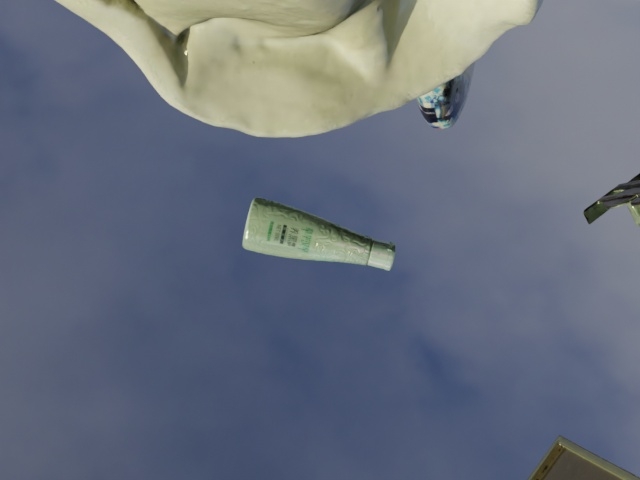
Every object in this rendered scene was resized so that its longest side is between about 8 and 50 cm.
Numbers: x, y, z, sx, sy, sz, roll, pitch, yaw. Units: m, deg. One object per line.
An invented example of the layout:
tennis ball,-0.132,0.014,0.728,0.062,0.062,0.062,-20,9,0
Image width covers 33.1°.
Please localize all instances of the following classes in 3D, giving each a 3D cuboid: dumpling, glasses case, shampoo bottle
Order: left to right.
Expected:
dumpling,-0.033,-0.179,0.569,0.318,0.242,0.187,-3,-153,1
shampoo bottle,0.000,0.000,1.358,0.191,0.069,0.041,14,-172,3
glasses case,0.171,-0.287,1.432,0.076,0.125,0.327,1,-130,15

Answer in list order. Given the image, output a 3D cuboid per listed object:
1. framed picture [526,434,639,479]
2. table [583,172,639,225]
framed picture,0.277,0.407,1.387,0.024,0.232,0.315,40,-96,-15
table,0.433,-0.059,1.309,0.175,0.146,0.062,-35,-79,-26
